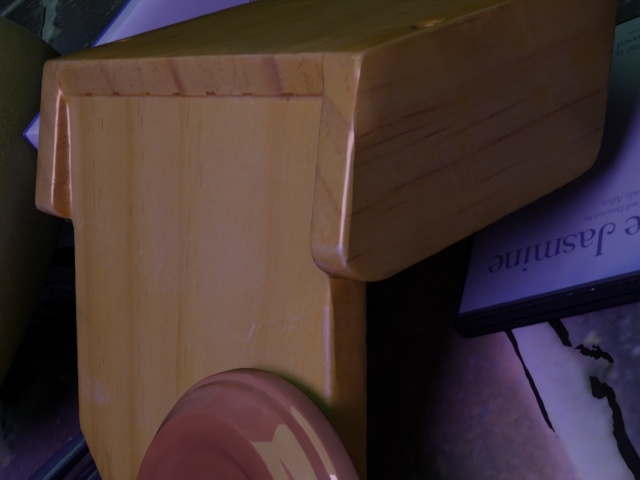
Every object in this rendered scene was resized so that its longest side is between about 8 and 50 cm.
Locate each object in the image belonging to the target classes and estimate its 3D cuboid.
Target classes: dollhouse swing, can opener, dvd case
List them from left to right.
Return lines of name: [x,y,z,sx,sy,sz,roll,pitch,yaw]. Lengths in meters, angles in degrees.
can opener: [-0.224,0.213,0.794,0.186,0.059,0.073,-50,31,-10]
dollhouse swing: [0.000,0.000,0.725,0.315,0.305,0.347,-25,21,-35]
dvd case: [0.183,-0.056,0.694,0.180,0.022,0.253,-17,40,36]

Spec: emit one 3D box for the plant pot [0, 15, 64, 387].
plant pot: [-0.329,0.007,0.834,0.275,0.275,0.293,-23,57,30]

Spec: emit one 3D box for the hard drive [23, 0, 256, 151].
hard drive: [-0.083,-0.139,0.910,0.040,0.210,0.318,3,54,47]

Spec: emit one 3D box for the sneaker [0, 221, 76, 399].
sneaker: [-0.286,0.074,1.003,0.269,0.101,0.153,-7,67,20]

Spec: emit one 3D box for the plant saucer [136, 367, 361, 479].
plant saucer: [-0.047,0.169,0.564,0.200,0.037,0.200,-3,86,50]
